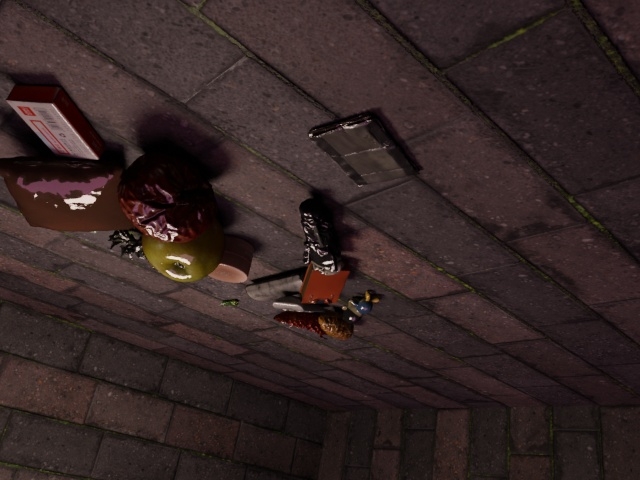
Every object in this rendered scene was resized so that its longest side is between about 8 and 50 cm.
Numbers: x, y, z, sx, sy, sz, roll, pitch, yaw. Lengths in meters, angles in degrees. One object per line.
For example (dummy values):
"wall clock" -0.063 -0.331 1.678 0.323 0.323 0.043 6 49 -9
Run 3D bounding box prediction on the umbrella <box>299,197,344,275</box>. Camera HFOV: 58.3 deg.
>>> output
"umbrella" -0.006 0.002 1.622 0.113 0.106 0.358 8 154 13

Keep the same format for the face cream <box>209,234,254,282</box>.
"face cream" -0.296 0.060 1.846 0.149 0.104 0.149 9 154 4

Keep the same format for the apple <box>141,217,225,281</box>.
"apple" -0.400 0.008 1.680 0.261 0.194 0.261 8 147 5

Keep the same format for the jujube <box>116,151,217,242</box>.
"jujube" -0.382 -0.101 1.428 0.213 0.213 0.232 -13 138 40

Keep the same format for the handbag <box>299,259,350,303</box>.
"handbag" 0.011 0.136 1.868 0.127 0.063 0.190 1 139 -15

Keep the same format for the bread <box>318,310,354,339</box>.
"bread" 0.079 0.335 2.266 0.076 0.105 0.233 0 159 33

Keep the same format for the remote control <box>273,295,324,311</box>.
"remote control" -0.074 0.235 2.114 0.109 0.055 0.313 3 173 16

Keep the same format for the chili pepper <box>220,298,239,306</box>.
"chili pepper" -0.371 0.258 2.370 0.091 0.034 0.030 -8 116 34

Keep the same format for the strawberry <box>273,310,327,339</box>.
"strawberry" -0.068 0.313 2.268 0.208 0.087 0.167 21 -179 -34

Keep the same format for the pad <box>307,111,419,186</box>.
"pad" 0.097 -0.193 1.285 0.174 0.022 0.233 -9 149 33

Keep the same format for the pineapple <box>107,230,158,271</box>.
"pineapple" -0.573 0.032 1.890 0.251 0.125 0.125 27 150 -22

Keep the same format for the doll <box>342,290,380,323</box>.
"doll" 0.140 0.240 2.085 0.102 0.089 0.179 26 127 -29

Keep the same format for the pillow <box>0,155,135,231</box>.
"pillow" -0.671 -0.114 1.542 0.308 0.108 0.305 1 149 -10

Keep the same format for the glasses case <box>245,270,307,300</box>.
"glasses case" -0.135 0.165 2.048 0.299 0.060 0.114 -16 150 42

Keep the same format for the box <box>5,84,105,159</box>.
"box" -0.616 -0.272 1.356 0.123 0.050 0.229 6 154 12
